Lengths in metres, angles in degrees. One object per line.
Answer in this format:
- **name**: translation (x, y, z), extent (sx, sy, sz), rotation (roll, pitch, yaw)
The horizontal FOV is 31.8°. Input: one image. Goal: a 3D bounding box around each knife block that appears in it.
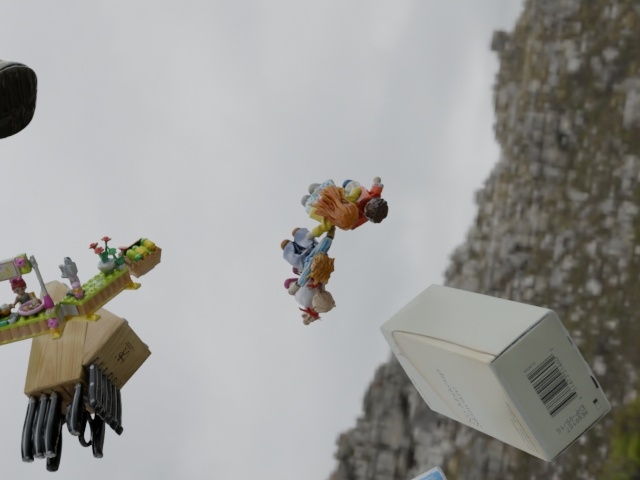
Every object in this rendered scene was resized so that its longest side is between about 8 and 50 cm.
- **knife block**: translation (-0.381, 0.205, 1.639), extent (0.242, 0.276, 0.088), rotation (-48, -44, -20)

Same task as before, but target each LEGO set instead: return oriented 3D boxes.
- **LEGO set**: translation (-0.324, 0.043, 1.358), extent (0.132, 0.287, 0.107), rotation (31, 140, 61)

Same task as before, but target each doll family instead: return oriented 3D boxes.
- **doll family**: translation (0.000, 0.000, 1.759), extent (0.263, 0.118, 0.163), rotation (-61, 26, 5)

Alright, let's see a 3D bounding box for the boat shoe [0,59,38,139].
- **boat shoe**: translation (-0.488, -0.163, 1.350), extent (0.324, 0.120, 0.122), rotation (-23, -46, -58)

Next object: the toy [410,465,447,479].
- **toy**: translation (0.149, 0.426, 1.460), extent (0.237, 0.137, 0.056), rotation (62, 178, 21)

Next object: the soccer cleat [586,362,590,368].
- **soccer cleat**: translation (0.318, 0.183, 1.576), extent (0.196, 0.068, 0.076), rotation (29, 139, 61)

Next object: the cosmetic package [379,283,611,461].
- **cosmetic package**: translation (0.217, 0.161, 1.458), extent (0.160, 0.113, 0.309), rotation (57, 164, -14)
